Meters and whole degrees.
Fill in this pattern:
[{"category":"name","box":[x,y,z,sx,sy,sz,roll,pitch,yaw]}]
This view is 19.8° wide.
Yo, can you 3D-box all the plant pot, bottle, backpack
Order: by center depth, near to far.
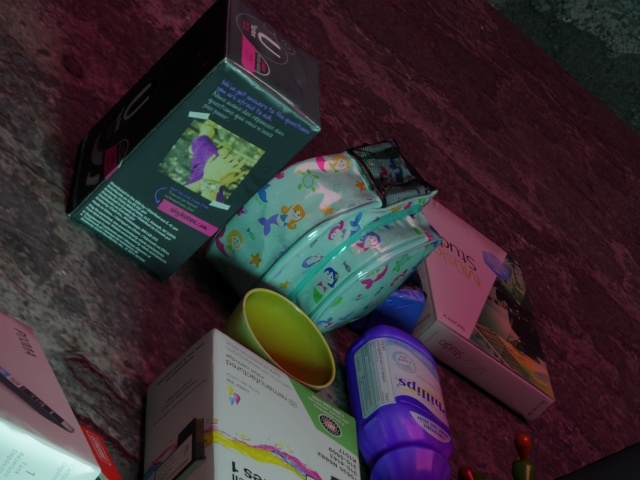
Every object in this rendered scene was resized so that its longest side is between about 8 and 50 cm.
[{"category":"plant pot","box":[-0.065,0.133,2.001,0.134,0.095,0.134,38,26,-22]},{"category":"bottle","box":[0.096,0.224,2.131,0.118,0.092,0.283,35,27,-28]},{"category":"backpack","box":[0.000,0.000,2.158,0.253,0.225,0.191,-8,59,-50]},{"category":"backpack","box":[0.076,0.058,2.347,0.101,0.098,0.120,13,39,-21]}]

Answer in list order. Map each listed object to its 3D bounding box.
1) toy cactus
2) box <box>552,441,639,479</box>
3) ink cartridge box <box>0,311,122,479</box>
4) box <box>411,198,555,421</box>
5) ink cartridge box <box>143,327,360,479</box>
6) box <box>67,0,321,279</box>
[{"category":"toy cactus","box":[0.226,0.318,2.155,0.180,0.112,0.219,-20,33,-35]},{"category":"box","box":[0.322,0.521,1.669,0.472,0.297,0.480,52,25,-19]},{"category":"ink cartridge box","box":[-0.245,0.156,1.590,0.261,0.066,0.296,33,7,-28]},{"category":"box","box":[0.209,0.083,2.577,0.232,0.058,0.322,34,28,-26]},{"category":"ink cartridge box","box":[-0.064,0.252,1.794,0.201,0.117,0.278,35,27,-25]},{"category":"box","box":[-0.140,-0.116,2.042,0.143,0.270,0.165,37,26,-24]}]
